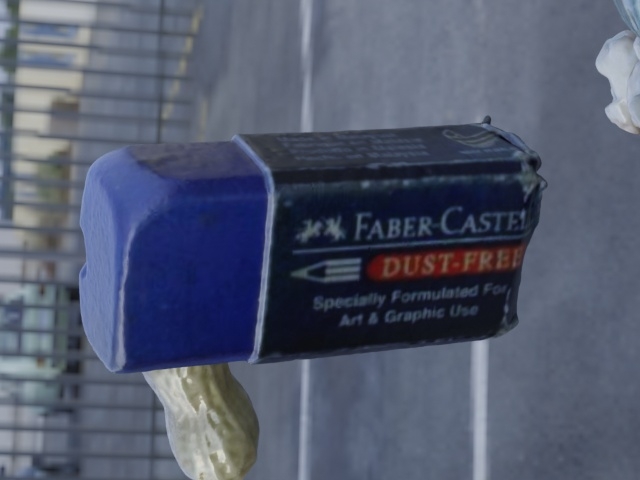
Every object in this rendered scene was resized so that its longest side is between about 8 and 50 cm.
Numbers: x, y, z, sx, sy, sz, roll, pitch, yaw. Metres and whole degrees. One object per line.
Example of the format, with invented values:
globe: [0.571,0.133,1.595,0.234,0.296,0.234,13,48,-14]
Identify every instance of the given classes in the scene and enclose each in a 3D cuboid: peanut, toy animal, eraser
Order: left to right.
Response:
peanut: [-0.105,0.114,1.289,0.082,0.082,0.187,-157,44,-78]
eraser: [0.000,0.000,1.115,0.101,0.332,0.155,-136,47,-55]
toy animal: [0.343,-0.130,1.391,0.185,0.184,0.104,-175,95,-86]

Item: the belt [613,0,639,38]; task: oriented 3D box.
belt: [0.336,-0.224,1.178,0.150,0.257,0.207,-13,-68,-82]
